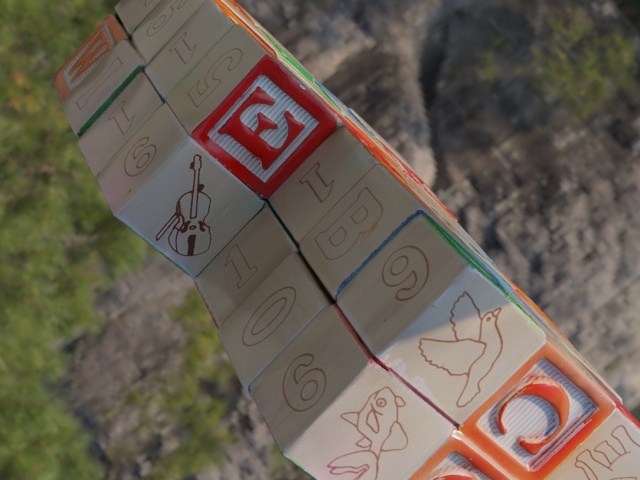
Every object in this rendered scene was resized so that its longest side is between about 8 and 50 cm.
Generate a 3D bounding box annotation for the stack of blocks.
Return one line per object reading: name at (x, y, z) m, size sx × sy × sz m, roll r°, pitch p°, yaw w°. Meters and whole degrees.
stack of blocks at (0.000, 0.000, 0.586) m, size 0.087 × 0.297 × 0.171 m, roll -46°, pitch 121°, yaw 6°
